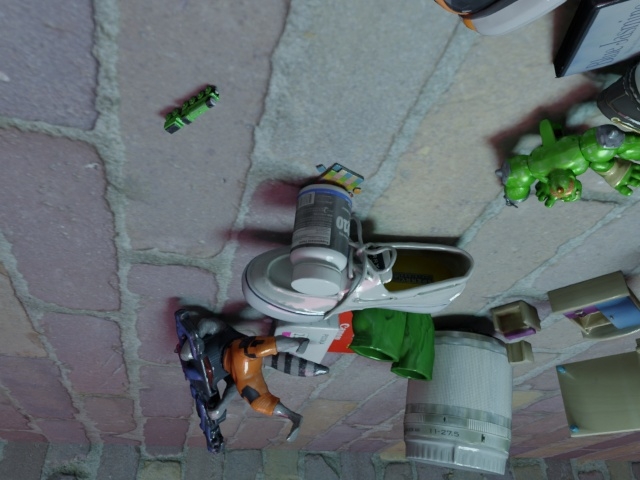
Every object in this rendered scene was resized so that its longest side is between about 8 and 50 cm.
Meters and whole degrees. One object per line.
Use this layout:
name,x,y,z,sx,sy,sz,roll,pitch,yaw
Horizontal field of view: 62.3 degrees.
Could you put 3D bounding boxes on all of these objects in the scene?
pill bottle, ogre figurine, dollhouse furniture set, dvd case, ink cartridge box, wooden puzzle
pill bottle,0.000,0.000,0.716,0.078,0.137,0.078,5,156,2
ogre figurine,0.297,-0.090,0.636,0.118,0.097,0.197,10,178,-43
dollhouse furniture set,0.523,0.260,1.009,0.286,0.303,0.198,-25,141,33
dvd case,0.339,-0.202,0.436,0.253,0.022,0.180,-11,177,16
ink cartridge box,0.007,0.222,1.166,0.238,0.060,0.275,6,148,-9
wooden puzzle,0.026,-0.081,0.720,0.083,0.006,0.049,22,142,-32

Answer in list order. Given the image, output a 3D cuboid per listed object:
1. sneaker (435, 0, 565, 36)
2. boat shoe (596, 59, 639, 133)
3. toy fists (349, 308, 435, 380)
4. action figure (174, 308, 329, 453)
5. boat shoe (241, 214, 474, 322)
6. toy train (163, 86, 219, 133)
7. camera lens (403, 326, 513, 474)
sneaker,0.169,-0.266,0.308,0.180,0.125,0.321,23,141,-35
boat shoe,0.403,-0.143,0.568,0.227,0.081,0.068,8,165,-20
toy fists,0.140,0.166,1.004,0.096,0.142,0.279,-5,152,37
action figure,-0.163,0.282,1.087,0.330,0.178,0.341,15,119,31
boat shoe,0.070,0.043,0.803,0.367,0.136,0.156,4,149,-14
toy train,-0.145,-0.144,0.593,0.083,0.024,0.017,-22,143,30
camera lens,0.294,0.337,1.132,0.219,0.274,0.219,9,157,4
